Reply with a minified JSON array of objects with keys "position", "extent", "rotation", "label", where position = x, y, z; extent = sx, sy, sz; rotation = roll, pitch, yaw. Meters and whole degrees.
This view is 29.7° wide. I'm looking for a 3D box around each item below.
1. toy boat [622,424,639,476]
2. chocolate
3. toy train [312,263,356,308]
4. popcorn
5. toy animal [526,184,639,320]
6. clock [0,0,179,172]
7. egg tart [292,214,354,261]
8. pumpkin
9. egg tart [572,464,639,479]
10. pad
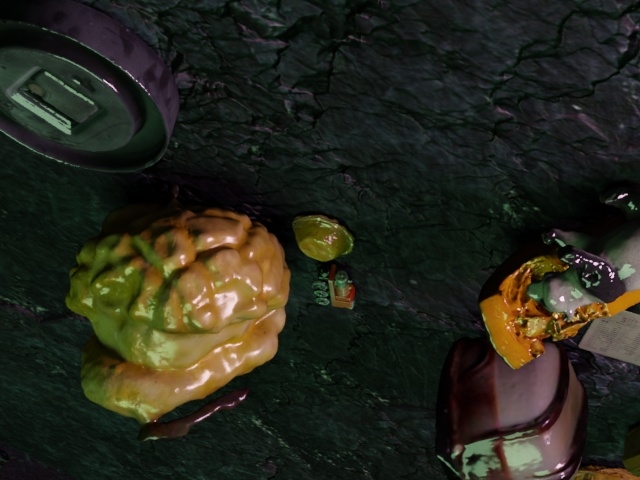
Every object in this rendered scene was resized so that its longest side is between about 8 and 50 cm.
[{"position":[0.599,0.331,1.974],"extent":[0.115,0.089,0.310],"rotation":[18,152,-5],"label":"toy boat"},{"position":[0.314,0.278,1.876],"extent":[0.186,0.284,0.283],"rotation":[-3,145,32],"label":"chocolate"},{"position":[0.022,0.072,1.918],"extent":[0.064,0.044,0.103],"rotation":[10,153,10],"label":"toy train"},{"position":[-0.215,0.116,1.830],"extent":[0.349,0.382,0.349],"rotation":[3,161,1],"label":"popcorn"},{"position":[0.358,0.017,1.495],"extent":[0.225,0.094,0.121],"rotation":[-32,114,9],"label":"toy animal"},{"position":[-0.342,-0.208,1.620],"extent":[0.319,0.066,0.319],"rotation":[15,152,8],"label":"clock"},{"position":[0.000,0.000,1.807],"extent":[0.105,0.039,0.105],"rotation":[16,152,9],"label":"egg tart"},{"position":[0.329,0.056,1.620],"extent":[0.248,0.126,0.131],"rotation":[-28,97,17],"label":"pumpkin"},{"position":[0.548,0.526,2.323],"extent":[0.297,0.132,0.297],"rotation":[17,158,7],"label":"egg tart"},{"position":[0.532,0.169,1.815],"extent":[0.265,0.009,0.159],"rotation":[16,152,6],"label":"pad"}]
